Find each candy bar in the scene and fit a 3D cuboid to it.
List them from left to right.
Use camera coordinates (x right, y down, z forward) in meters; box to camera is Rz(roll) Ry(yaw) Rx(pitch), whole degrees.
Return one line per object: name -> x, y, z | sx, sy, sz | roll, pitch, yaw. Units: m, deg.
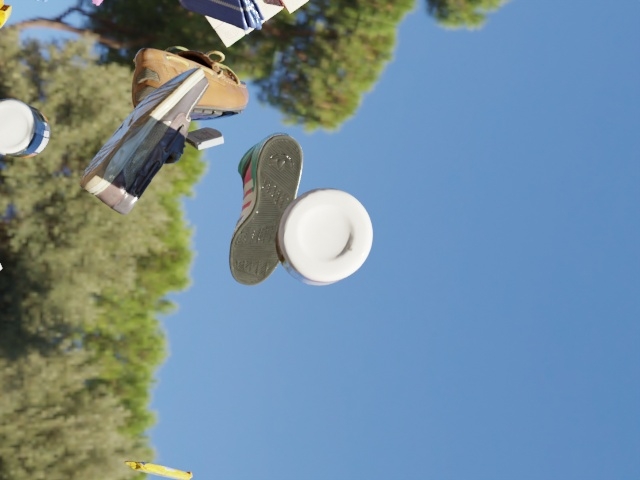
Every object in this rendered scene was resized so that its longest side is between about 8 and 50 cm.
candy bar -> -0.290, 0.416, 1.960 | 0.040, 0.161, 0.018 | -4, -110, 30

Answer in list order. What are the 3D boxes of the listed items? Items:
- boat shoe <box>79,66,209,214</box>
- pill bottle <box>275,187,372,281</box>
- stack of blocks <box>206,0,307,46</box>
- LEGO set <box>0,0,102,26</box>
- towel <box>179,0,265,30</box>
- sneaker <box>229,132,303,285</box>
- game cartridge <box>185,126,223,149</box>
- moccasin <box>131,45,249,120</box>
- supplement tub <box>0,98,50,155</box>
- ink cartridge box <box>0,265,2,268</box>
boat shoe -> -0.250, -0.151, 1.635 | 0.103, 0.092, 0.285 | -15, -147, 45
pill bottle -> 0.000, 0.000, 1.468 | 0.221, 0.121, 0.121 | 133, -42, -84
stack of blocks -> -0.081, -0.480, 1.968 | 0.297, 0.087, 0.171 | -34, -149, 1
LEGO set -> -0.373, -0.314, 1.337 | 0.087, 0.227, 0.093 | -73, 170, -53
towel -> -0.202, -0.505, 1.724 | 0.243, 0.040, 0.336 | 29, -37, 48
sneaker -> -0.111, -0.072, 2.078 | 0.178, 0.124, 0.295 | -111, -143, -75
game cartridge -> -0.202, -0.179, 1.892 | 0.083, 0.056, 0.017 | 35, -38, 59
moccasin -> -0.240, -0.298, 2.018 | 0.139, 0.380, 0.146 | -5, -88, 25
supplement tub -> -0.638, -0.234, 2.287 | 0.190, 0.117, 0.116 | -151, -114, -86
ink cartridge box -> -0.659, -0.014, 1.823 | 0.159, 0.092, 0.217 | -17, -79, 16
